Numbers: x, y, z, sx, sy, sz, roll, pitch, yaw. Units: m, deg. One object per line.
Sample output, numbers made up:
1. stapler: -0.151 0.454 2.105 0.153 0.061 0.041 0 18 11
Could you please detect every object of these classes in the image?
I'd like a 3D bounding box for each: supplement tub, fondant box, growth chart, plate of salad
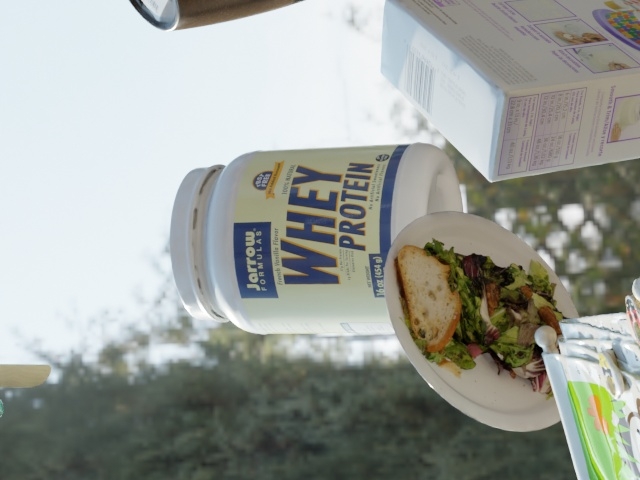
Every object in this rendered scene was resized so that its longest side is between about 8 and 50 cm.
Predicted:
1. supplement tub: 0.000 0.000 1.778 0.235 0.325 0.235 -2 -90 -71
2. fondant box: 0.255 -0.171 1.354 0.238 0.330 0.096 -127 32 -51
3. growth chart: 0.197 0.119 0.921 0.237 0.021 0.172 132 122 -77
4. plate of salad: 0.141 0.058 1.146 0.048 0.200 0.199 -46 28 45

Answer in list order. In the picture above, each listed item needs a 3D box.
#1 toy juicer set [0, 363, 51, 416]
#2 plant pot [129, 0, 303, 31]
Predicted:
1. toy juicer set: -0.507 0.247 1.768 0.209 0.329 0.089 27 -170 -34
2. plant pot: -0.084 -0.304 1.397 0.230 0.215 0.215 -36 -45 -25
